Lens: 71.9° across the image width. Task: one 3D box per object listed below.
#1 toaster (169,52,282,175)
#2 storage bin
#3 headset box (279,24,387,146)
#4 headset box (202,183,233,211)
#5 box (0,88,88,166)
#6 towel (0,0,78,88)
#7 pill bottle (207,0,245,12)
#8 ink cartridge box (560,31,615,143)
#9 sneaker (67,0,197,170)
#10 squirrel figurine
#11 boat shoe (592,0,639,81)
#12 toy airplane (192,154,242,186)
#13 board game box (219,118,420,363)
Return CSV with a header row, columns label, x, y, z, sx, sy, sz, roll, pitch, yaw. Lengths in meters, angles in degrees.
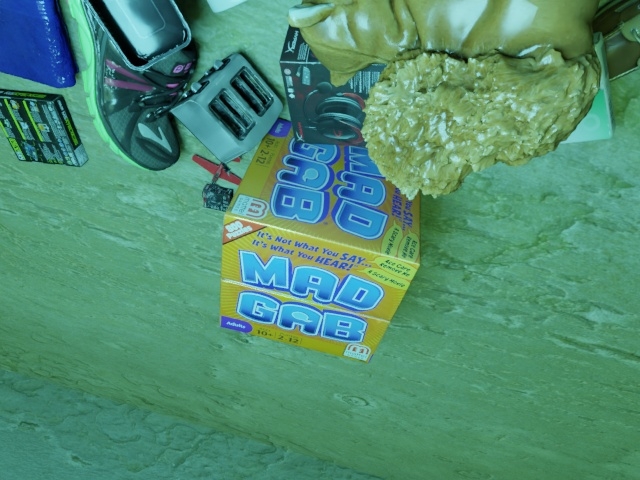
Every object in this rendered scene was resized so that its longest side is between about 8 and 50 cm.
label,x,y,z,sx,sy,sz,roll,pitch,yaw
toaster,-0.189,-0.267,0.925,0.110,0.168,0.185,-7,134,50
storage bin,-0.310,-0.394,0.733,0.122,0.084,0.180,-29,122,0
headset box,0.087,-0.291,0.854,0.293,0.110,0.218,5,152,7
headset box,-0.279,-0.114,1.188,0.083,0.032,0.062,13,133,2
box,-0.717,-0.283,1.125,0.184,0.045,0.190,8,134,8
towel,-0.630,-0.487,0.906,0.228,0.076,0.308,18,134,6
pill bottle,-0.189,-0.542,0.681,0.176,0.176,0.318,-11,128,21
ink cartridge box,0.410,-0.265,0.829,0.225,0.056,0.181,0,135,43
sneaker,-0.354,-0.340,0.898,0.202,0.185,0.482,11,134,8
squirrel figurine,0.145,-0.262,0.588,0.371,0.396,0.281,0,175,19
boat shoe,0.558,-0.360,0.720,0.122,0.120,0.324,38,128,-21
toy airplane,-0.249,-0.187,1.119,0.151,0.028,0.151,5,134,6
board game box,0.000,0.000,1.007,0.357,0.356,0.356,14,134,0
